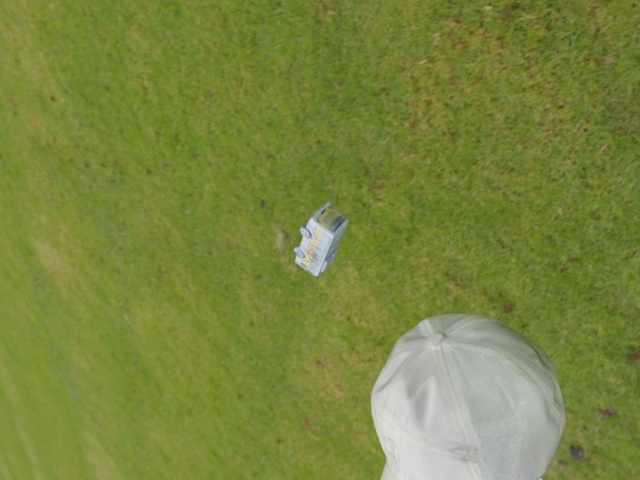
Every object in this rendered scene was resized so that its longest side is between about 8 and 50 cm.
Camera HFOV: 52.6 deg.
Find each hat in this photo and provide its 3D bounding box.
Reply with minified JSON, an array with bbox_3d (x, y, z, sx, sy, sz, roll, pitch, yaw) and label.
[{"bbox_3d":[0.114,0.201,0.632,0.161,0.275,0.232,26,-178,-21],"label":"hat"}]

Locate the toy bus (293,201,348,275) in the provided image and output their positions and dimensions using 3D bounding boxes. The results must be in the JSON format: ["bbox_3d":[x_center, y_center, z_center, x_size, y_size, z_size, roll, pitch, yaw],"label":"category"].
[{"bbox_3d":[0.000,0.000,1.264,0.075,0.064,0.190,37,151,11],"label":"toy bus"}]
